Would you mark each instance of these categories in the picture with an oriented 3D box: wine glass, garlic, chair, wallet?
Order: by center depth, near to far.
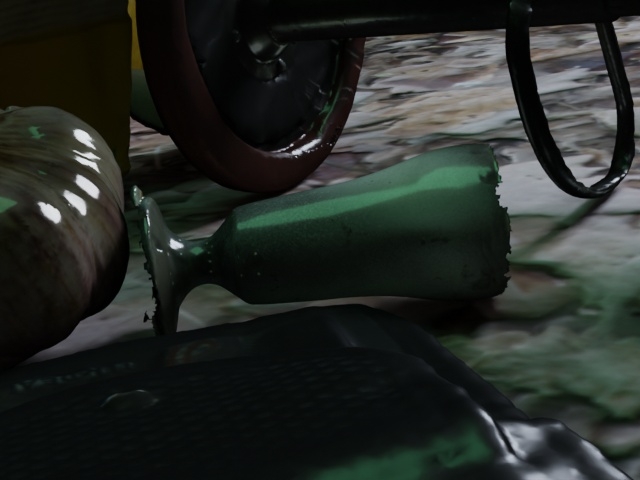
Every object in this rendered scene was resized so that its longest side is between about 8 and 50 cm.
[{"bbox_3d":[-0.037,0.085,0.334,0.247,0.041,0.323,-13,20,-12],"label":"wallet"},{"bbox_3d":[0.000,0.000,0.532,0.155,0.072,0.072,-9,17,1],"label":"wine glass"},{"bbox_3d":[-0.150,0.005,0.532,0.147,0.102,0.159,-30,35,-19],"label":"garlic"},{"bbox_3d":[0.064,-0.134,0.679,0.401,0.227,0.226,4,21,33],"label":"chair"}]

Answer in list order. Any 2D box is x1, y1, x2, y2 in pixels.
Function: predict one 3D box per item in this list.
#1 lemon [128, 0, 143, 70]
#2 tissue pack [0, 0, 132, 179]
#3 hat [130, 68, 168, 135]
[{"bbox_3d":[-0.227,-0.176,1.001,0.188,0.188,0.256,-15,13,-21],"label":"lemon"},{"bbox_3d":[-0.339,-0.117,0.711,0.293,0.228,0.382,33,37,29],"label":"tissue pack"},{"bbox_3d":[-0.066,-0.116,0.857,0.175,0.085,0.147,6,13,-26],"label":"hat"}]
